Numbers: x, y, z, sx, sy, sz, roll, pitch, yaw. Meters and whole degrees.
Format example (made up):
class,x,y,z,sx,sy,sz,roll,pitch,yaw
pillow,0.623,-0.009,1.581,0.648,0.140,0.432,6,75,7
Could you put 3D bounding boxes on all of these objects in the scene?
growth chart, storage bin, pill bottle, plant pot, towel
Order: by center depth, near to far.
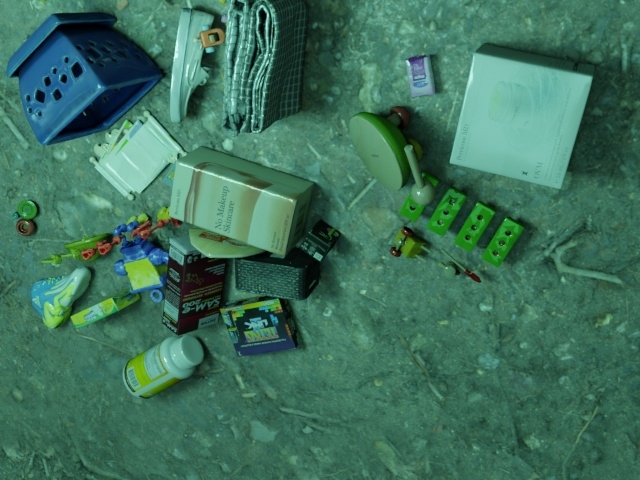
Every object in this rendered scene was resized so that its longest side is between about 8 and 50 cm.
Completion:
class,x,y,z,sx,sy,sz,roll,pitch,yaw
towel,-0.111,-0.367,1.611,0.121,0.235,0.283,11,115,9
plant pot,-0.542,-0.376,1.766,0.236,0.236,0.212,-33,92,28
storage bin,-0.101,0.069,1.844,0.180,0.122,0.084,7,113,17
growth chart,-0.452,-0.208,1.916,0.237,0.021,0.172,-35,96,28
pill bottle,-0.410,0.328,2.063,0.215,0.117,0.117,-30,98,27

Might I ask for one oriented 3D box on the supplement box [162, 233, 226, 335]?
class,x,y,z,sx,sy,sz,roll,pitch,yaw
supplement box,-0.307,0.102,1.919,0.073,0.130,0.239,32,123,37

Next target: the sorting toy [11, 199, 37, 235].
class,x,y,z,sx,sy,sz,roll,pitch,yaw
sorting toy,-0.783,-0.063,2.088,0.061,0.042,0.101,16,104,-4

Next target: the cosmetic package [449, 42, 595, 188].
class,x,y,z,sx,sy,sz,roll,pitch,yaw
cosmetic package,0.391,-0.245,1.533,0.225,0.138,0.224,15,115,15

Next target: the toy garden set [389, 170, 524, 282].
class,x,y,z,sx,sy,sz,roll,pitch,yaw
toy garden set,0.285,-0.013,1.717,0.244,0.049,0.203,30,116,6

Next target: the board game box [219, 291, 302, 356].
class,x,y,z,sx,sy,sz,roll,pitch,yaw
board game box,-0.149,0.211,1.961,0.170,0.048,0.141,-12,105,24

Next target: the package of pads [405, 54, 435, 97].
class,x,y,z,sx,sy,sz,roll,pitch,yaw
package of pads,0.207,-0.338,1.620,0.050,0.032,0.083,-6,109,19

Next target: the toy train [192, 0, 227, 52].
class,x,y,z,sx,sy,sz,roll,pitch,yaw
toy train,-0.216,-0.489,1.669,0.125,0.046,0.166,-13,107,-18

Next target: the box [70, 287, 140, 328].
class,x,y,z,sx,sy,sz,roll,pitch,yaw
box,-0.554,0.171,2.057,0.179,0.105,0.043,-26,94,27

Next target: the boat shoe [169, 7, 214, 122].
class,x,y,z,sx,sy,sz,roll,pitch,yaw
boat shoe,-0.286,-0.380,1.745,0.084,0.095,0.258,7,118,-11

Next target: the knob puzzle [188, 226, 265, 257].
class,x,y,z,sx,sy,sz,roll,pitch,yaw
knob puzzle,-0.218,0.007,1.820,0.213,0.213,0.029,15,114,14

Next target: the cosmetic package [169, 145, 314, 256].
class,x,y,z,sx,sy,sz,roll,pitch,yaw
cosmetic package,-0.182,-0.093,1.804,0.296,0.129,0.153,18,117,13

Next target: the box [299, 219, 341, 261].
class,x,y,z,sx,sy,sz,roll,pitch,yaw
box,0.000,0.000,1.801,0.062,0.083,0.052,34,119,4

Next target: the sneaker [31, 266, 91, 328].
class,x,y,z,sx,sy,sz,roll,pitch,yaw
sneaker,-0.712,0.133,2.108,0.126,0.091,0.240,40,119,2

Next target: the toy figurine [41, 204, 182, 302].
class,x,y,z,sx,sy,sz,roll,pitch,yaw
toy figurine,-0.477,0.075,1.953,0.363,0.191,0.217,-15,110,25

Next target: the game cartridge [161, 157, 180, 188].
class,x,y,z,sx,sy,sz,roll,pitch,yaw
game cartridge,-0.340,-0.156,1.891,0.056,0.017,0.083,31,124,-19

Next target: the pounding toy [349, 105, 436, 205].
class,x,y,z,sx,sy,sz,roll,pitch,yaw
pounding toy,0.170,-0.196,1.636,0.237,0.110,0.183,42,160,45
